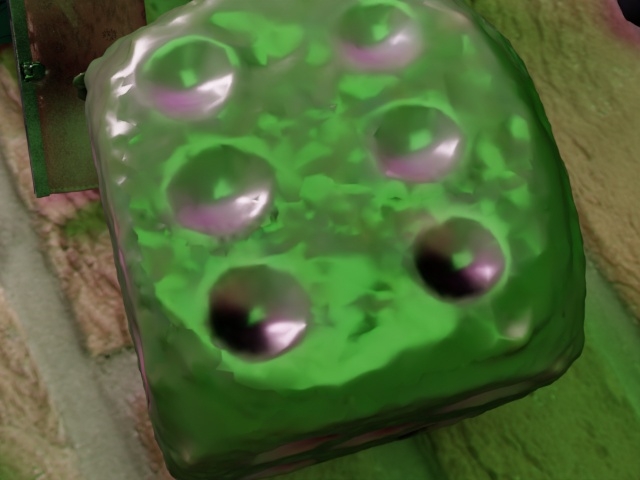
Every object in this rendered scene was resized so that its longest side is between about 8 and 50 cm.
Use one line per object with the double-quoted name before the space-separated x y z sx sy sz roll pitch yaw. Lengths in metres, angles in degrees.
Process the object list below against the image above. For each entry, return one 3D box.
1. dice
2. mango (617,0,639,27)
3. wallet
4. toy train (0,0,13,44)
"dice" 0.000 0.000 0.748 0.319 0.330 0.322 -13 72 -12
"mango" 0.436 -0.327 1.000 0.287 0.153 0.201 -43 95 -17
"wallet" -0.214 -0.159 0.862 0.119 0.025 0.232 -10 111 -20
"toy train" -0.281 -0.278 0.905 0.198 0.154 0.107 -38 83 -16
